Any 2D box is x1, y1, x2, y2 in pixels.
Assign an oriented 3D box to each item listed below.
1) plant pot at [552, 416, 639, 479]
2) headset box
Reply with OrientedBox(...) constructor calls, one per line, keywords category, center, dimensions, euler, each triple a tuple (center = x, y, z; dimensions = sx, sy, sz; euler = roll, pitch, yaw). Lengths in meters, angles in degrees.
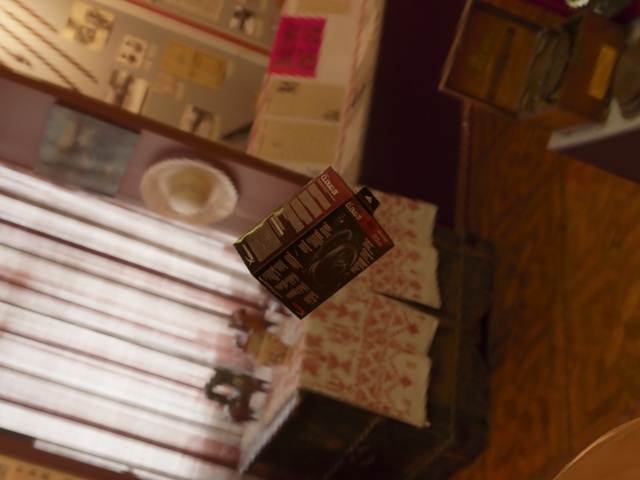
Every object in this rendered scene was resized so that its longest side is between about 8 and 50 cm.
OrientedBox(category="plant pot", center=(0.189, 0.197, 0.416), dimensions=(0.291, 0.203, 0.291), euler=(-57, 11, 18))
OrientedBox(category="headset box", center=(0.000, 0.000, 0.628), dimensions=(0.083, 0.062, 0.032), euler=(-40, 49, 4))
